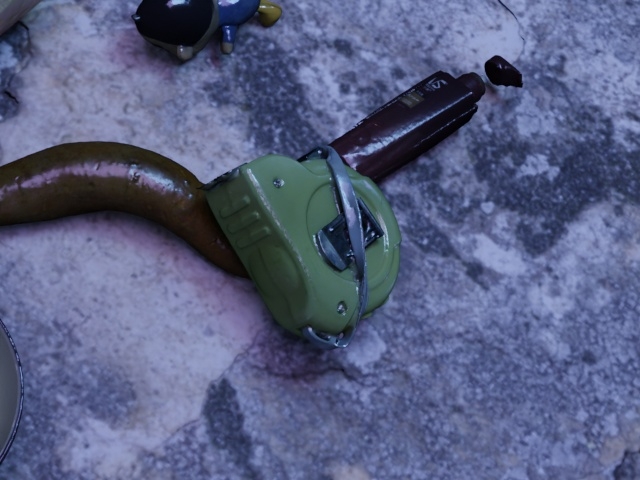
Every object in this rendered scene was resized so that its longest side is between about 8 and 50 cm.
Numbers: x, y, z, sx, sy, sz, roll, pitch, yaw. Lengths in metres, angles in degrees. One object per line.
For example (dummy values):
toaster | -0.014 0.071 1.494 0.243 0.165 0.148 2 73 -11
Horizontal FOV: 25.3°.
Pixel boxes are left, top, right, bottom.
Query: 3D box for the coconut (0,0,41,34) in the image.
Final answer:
coconut | -0.369 -0.299 1.396 0.236 0.197 0.237 3 70 -10

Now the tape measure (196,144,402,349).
tape measure | 0.000 0.000 1.383 0.175 0.106 0.200 -29 90 -43

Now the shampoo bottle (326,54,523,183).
shampoo bottle | 0.108 -0.128 1.502 0.236 0.067 0.068 -34 70 -23

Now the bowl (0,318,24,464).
bowl | -0.379 0.148 1.248 0.237 0.126 0.238 4 67 -10

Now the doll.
doll | -0.124 -0.238 1.493 0.179 0.089 0.102 -13 70 -42

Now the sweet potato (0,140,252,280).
sweet potato | -0.196 -0.041 1.399 0.346 0.079 0.108 12 94 -9
